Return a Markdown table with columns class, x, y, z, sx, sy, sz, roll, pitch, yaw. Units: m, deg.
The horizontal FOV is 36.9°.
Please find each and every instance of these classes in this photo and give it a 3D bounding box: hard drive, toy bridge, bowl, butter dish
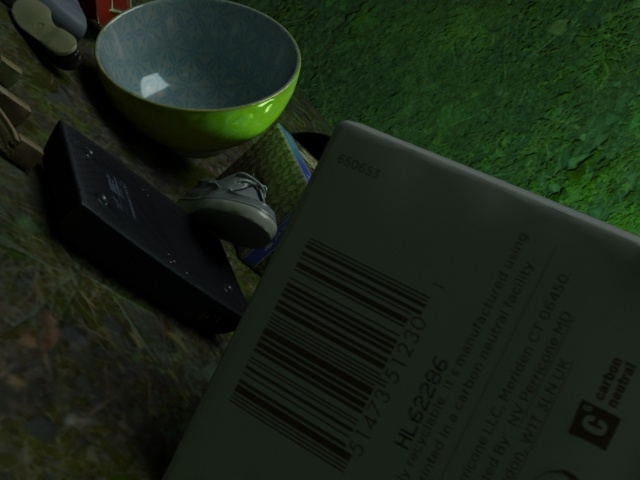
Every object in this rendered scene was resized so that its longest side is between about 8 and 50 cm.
| class | x | y | z | sx | sy | sz | roll | pitch | yaw |
| --- | --- | --- | --- | --- | --- | --- | --- | --- | --- |
| hard drive | -0.184 | -0.004 | 1.008 | 0.254 | 0.054 | 0.172 | 40 | 14 | -41 |
| toy bridge | -0.331 | -0.145 | 0.991 | 0.063 | 0.026 | 0.188 | 37 | 16 | -42 |
| bowl | -0.179 | -0.215 | 1.400 | 0.289 | 0.289 | 0.156 | 57 | -29 | 37 |
| butter dish | -0.377 | -0.419 | 1.545 | 0.160 | 0.118 | 0.160 | -53 | 143 | -79 |

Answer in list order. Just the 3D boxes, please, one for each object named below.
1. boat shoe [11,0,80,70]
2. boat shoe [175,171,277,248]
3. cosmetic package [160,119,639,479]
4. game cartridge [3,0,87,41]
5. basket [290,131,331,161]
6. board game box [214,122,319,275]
| class | x | y | z | sx | sy | sz | roll | pitch | yaw |
| --- | --- | --- | --- | --- | --- | --- | --- | --- | --- |
| boat shoe | -0.365 | -0.273 | 1.268 | 0.133 | 0.049 | 0.042 | 44 | -25 | 23 |
| boat shoe | -0.108 | -0.046 | 1.140 | 0.079 | 0.081 | 0.227 | 40 | -16 | -26 |
| cosmetic package | 0.149 | 0.147 | 0.819 | 0.327 | 0.330 | 0.393 | 25 | 0 | 27 |
| game cartridge | -0.453 | -0.420 | 1.393 | 0.198 | 0.062 | 0.297 | 43 | 12 | -49 |
| basket | 0.006 | -0.073 | 1.730 | 0.204 | 0.154 | 0.227 | 6 | -22 | 28 |
| board game box | 0.000 | 0.000 | 1.480 | 0.291 | 0.141 | 0.232 | 41 | 13 | -33 |
